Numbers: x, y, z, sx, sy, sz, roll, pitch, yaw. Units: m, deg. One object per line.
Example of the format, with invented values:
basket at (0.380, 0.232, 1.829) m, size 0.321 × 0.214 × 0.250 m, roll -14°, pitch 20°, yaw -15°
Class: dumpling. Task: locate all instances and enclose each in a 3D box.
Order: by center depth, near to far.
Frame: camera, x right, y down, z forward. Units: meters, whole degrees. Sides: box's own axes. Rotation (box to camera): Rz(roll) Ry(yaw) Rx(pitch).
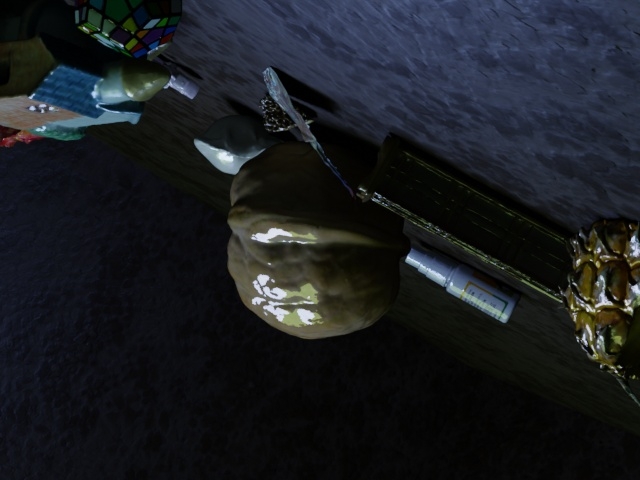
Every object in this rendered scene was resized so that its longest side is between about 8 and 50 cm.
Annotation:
dumpling at (-0.114, -0.152, 2.079) m, size 0.134 × 0.100 × 0.169 m, roll 10°, pitch 166°, yaw 33°

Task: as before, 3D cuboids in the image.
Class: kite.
kite at (-0.011, -0.135, 1.726) m, size 0.229 × 0.016 × 0.127 m, roll 56°, pitch 176°, yaw 3°

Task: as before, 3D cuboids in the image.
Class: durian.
durian at (-0.053, -0.187, 1.846) m, size 0.066 × 0.052 × 0.130 m, roll -10°, pitch -166°, yaw -22°

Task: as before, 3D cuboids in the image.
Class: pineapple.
pineapple at (0.352, 0.082, 1.565) m, size 0.161 × 0.158 × 0.334 m, roll 26°, pitch 174°, yaw 25°

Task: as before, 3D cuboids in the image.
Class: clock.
clock at (-0.249, -0.267, 2.003) m, size 0.129 × 0.041 × 0.087 m, roll 33°, pitch 178°, yaw 8°

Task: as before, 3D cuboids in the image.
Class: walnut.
walnut at (0.000, 0.000, 1.917) m, size 0.285 × 0.296 × 0.285 m, roll 6°, pitch 175°, yaw 1°

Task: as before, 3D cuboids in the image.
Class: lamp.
lamp at (0.208, -0.022, 1.705) m, size 0.325 × 0.090 × 0.089 m, roll 30°, pitch 175°, yaw 2°

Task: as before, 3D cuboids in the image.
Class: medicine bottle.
medicine bottle at (0.266, 0.073, 2.391) m, size 0.221 × 0.061 × 0.092 m, roll 29°, pitch -167°, yaw 9°

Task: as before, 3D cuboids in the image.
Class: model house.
model house at (-0.325, -0.255, 1.763) m, size 0.325 × 0.194 × 0.267 m, roll 1°, pitch 173°, yaw 34°

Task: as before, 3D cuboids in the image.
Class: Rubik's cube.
Rubik's cube at (-0.220, -0.276, 1.466) m, size 0.112 × 0.133 × 0.133 m, roll -13°, pitch 145°, yaw 39°

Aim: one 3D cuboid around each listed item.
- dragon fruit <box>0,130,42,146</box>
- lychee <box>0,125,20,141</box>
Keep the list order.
dragon fruit at (-0.527, -0.286, 2.407) m, size 0.268 × 0.210 × 0.205 m, roll -9°, pitch -160°, yaw 0°
lychee at (-0.607, -0.306, 2.147) m, size 0.330 × 0.306 × 0.306 m, roll 29°, pitch 175°, yaw 33°
